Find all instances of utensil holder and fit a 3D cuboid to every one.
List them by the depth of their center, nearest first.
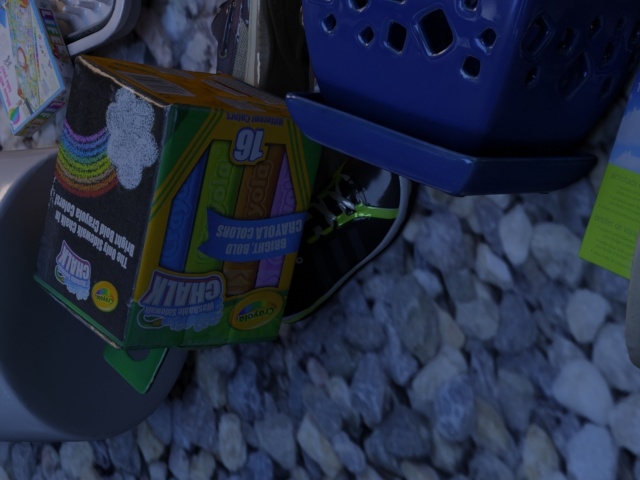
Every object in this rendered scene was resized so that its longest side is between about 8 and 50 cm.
[{"bbox_3d":[-0.376,0.064,1.382,0.386,0.328,0.327,-3,86,35],"label":"utensil holder"}]

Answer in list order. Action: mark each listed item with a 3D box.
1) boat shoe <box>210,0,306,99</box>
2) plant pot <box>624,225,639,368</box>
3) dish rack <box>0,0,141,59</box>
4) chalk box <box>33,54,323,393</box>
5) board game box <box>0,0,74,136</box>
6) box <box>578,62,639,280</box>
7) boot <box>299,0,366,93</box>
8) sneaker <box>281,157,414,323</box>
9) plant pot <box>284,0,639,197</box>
[{"bbox_3d":[-0.066,-0.216,1.285,0.092,0.103,0.285,9,99,34],"label":"boat shoe"},{"bbox_3d":[0.400,-0.022,0.795,0.306,0.334,0.333,20,101,26],"label":"plant pot"},{"bbox_3d":[-0.321,-0.365,1.513,0.286,0.072,0.332,-13,80,37],"label":"dish rack"},{"bbox_3d":[-0.139,-0.005,1.172,0.180,0.179,0.288,31,113,46],"label":"chalk box"},{"bbox_3d":[-0.341,-0.213,1.464,0.103,0.026,0.154,-34,69,33],"label":"board game box"},{"bbox_3d":[0.281,-0.052,1.019,0.109,0.042,0.178,31,108,56],"label":"box"},{"bbox_3d":[0.020,-0.270,1.200,0.091,0.263,0.229,6,125,12],"label":"boot"},{"bbox_3d":[0.000,0.000,1.222,0.084,0.097,0.234,49,116,29],"label":"sneaker"},{"bbox_3d":[0.120,-0.160,1.055,0.236,0.236,0.212,25,109,36],"label":"plant pot"}]
